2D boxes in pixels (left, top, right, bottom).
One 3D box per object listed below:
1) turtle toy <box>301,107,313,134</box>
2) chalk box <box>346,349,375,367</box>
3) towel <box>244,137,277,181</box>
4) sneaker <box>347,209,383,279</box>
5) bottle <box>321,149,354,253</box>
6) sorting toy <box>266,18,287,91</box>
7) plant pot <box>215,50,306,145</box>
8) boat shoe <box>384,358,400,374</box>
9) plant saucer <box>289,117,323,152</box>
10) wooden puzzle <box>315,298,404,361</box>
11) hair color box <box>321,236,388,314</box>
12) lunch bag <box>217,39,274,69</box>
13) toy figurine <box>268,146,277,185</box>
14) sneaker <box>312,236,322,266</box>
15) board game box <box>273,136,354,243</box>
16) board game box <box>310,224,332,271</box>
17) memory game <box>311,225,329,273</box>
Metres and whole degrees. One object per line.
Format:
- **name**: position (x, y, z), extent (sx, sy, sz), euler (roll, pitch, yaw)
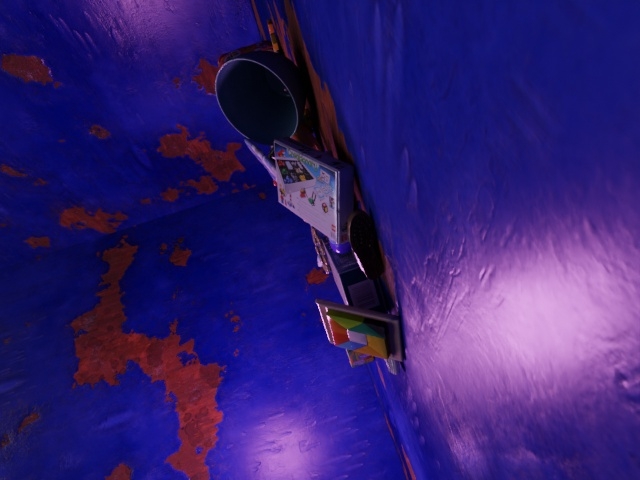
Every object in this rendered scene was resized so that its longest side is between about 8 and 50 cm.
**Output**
- **turtle toy**: position (-0.069, -0.437, 1.469), extent (0.095, 0.066, 0.131), euler (92, 160, -83)
- **chalk box**: position (0.201, 0.572, 2.128), extent (0.132, 0.132, 0.213), euler (-111, 2, -48)
- **towel**: position (-0.140, -0.214, 1.349), extent (0.285, 0.034, 0.209), euler (47, 179, 36)
- **sneaker**: position (0.095, 0.001, 0.969), extent (0.086, 0.064, 0.192), euler (-121, 9, -57)
- **bottle**: position (0.039, -0.108, 1.138), extent (0.118, 0.092, 0.283), euler (-128, 20, -73)
- **sorting toy**: position (-0.164, -0.753, 1.708), extent (0.307, 0.041, 0.229), euler (78, 178, -69)
- **plant pot**: position (-0.162, -0.484, 1.303), extent (0.196, 0.289, 0.290), euler (-61, -31, -36)
- **boat shoe**: position (0.176, 0.304, 1.241), extent (0.079, 0.081, 0.228), euler (77, 174, -68)
- **plant saucer**: position (-0.061, -0.344, 1.440), extent (0.200, 0.037, 0.200), euler (47, 170, 10)
- **wooden puzzle**: position (0.106, 0.248, 1.074), extent (0.239, 0.220, 0.044), euler (71, -145, -46)
- **hair color box**: position (0.096, 0.100, 1.246), extent (0.347, 0.105, 0.174), euler (-116, 8, -72)
- **lunch bag**: position (-0.316, -0.780, 1.920), extent (0.258, 0.292, 0.120), euler (75, 171, -48)
- **toy figurine**: position (-0.125, -0.352, 1.803), extent (0.210, 0.212, 0.148), euler (79, -170, -46)
- **sneaker**: position (0.023, 0.038, 2.365), extent (0.319, 0.126, 0.209), euler (136, 114, -77)
- **board game box**: position (-0.024, -0.140, 1.059), extent (0.305, 0.053, 0.193), euler (37, 137, 46)
- **board game box**: position (0.000, 0.000, 1.593), extent (0.160, 0.039, 0.212), euler (-114, 10, -57)
- **memory game**: position (-0.002, 0.035, 1.467), extent (0.186, 0.012, 0.187), euler (162, 90, -84)
